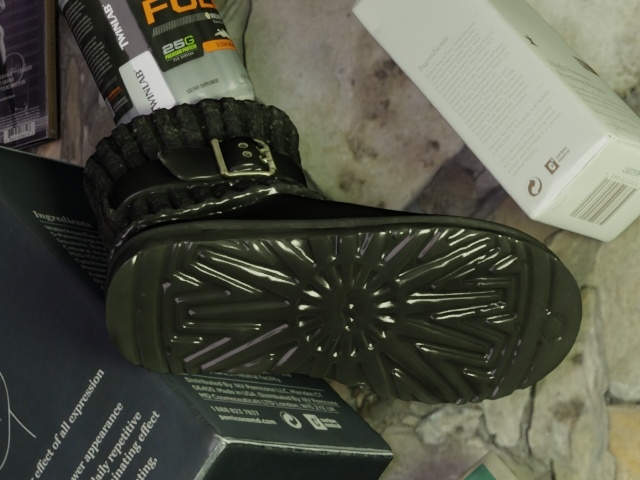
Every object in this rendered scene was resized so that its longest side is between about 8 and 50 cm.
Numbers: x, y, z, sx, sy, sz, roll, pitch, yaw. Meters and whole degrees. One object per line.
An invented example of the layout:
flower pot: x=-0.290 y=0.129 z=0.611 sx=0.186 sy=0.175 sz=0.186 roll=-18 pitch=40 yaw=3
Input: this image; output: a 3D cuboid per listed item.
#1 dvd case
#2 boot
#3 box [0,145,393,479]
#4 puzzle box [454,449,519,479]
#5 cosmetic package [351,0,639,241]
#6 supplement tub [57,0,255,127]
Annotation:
dvd case: x=-0.311 y=-0.185 z=1.633 sx=0.164 sy=0.018 sz=0.221 roll=-13 pitch=75 yaw=36
boot: x=0.000 y=-0.004 z=1.269 sx=0.260 sy=0.347 sz=0.131 roll=-107 pitch=26 yaw=-66
box: x=-0.194 y=0.154 z=1.357 sx=0.395 sy=0.212 sz=0.293 roll=43 pitch=108 yaw=34
puzzle box: x=0.021 y=0.334 z=1.093 sx=0.409 sy=0.052 sz=0.272 roll=-40 pitch=26 yaw=-1
cosmetic package: x=0.136 y=-0.109 z=1.217 sx=0.085 sy=0.117 sz=0.231 roll=-48 pitch=58 yaw=19
supplement tub: x=-0.141 y=-0.174 z=1.409 sx=0.117 sy=0.117 sz=0.190 roll=-29 pitch=84 yaw=30
